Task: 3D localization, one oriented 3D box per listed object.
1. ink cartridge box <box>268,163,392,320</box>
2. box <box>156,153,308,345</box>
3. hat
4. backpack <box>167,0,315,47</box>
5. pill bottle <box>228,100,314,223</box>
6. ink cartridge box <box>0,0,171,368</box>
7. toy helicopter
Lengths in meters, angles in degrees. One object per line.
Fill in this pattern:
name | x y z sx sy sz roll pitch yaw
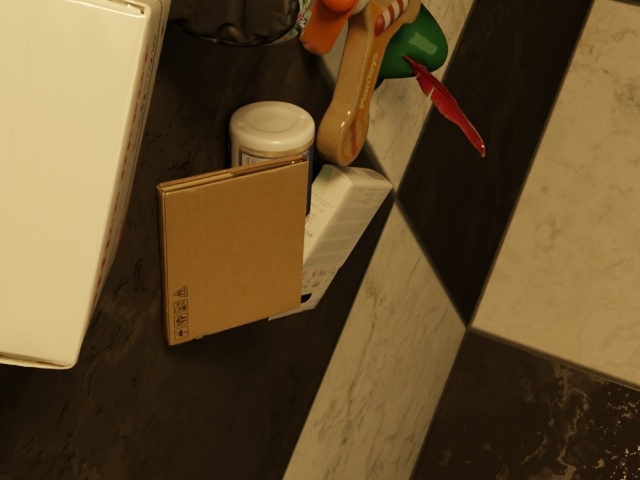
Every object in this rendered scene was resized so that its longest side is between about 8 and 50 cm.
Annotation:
ink cartridge box | 0.000 0.000 1.470 0.225 0.056 0.181 -56 163 14
box | -0.092 0.012 1.121 0.164 0.021 0.201 -15 129 -25
hat | 0.164 -0.263 1.439 0.173 0.183 0.208 -64 159 -21
backpack | -0.067 -0.239 0.949 0.182 0.152 0.115 -60 166 -62
pill bottle | -0.056 -0.062 1.171 0.094 0.094 0.169 -48 150 -47
ink cartridge box | -0.174 -0.066 0.658 0.283 0.117 0.207 -111 -145 -74
toy helicopter | 0.055 -0.255 1.242 0.235 0.140 0.355 -23 132 -61
